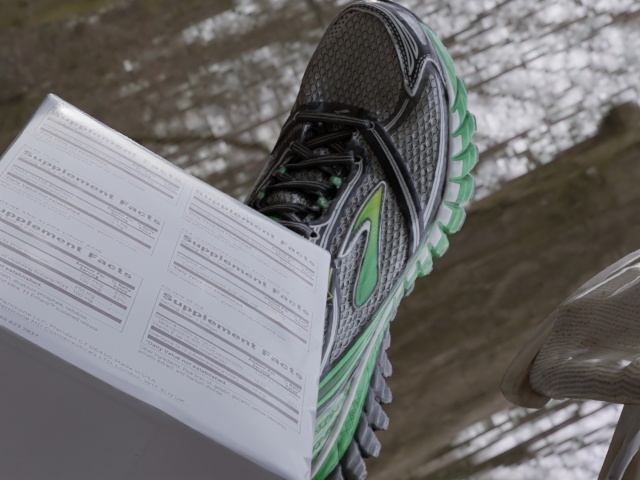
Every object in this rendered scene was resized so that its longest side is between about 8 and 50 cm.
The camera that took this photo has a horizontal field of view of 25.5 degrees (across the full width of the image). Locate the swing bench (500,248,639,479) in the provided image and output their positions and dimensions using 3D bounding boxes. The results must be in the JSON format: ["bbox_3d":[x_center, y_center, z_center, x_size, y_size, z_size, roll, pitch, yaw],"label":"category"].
[{"bbox_3d":[0.154,0.100,0.397,0.253,0.165,0.254,154,-59,-79],"label":"swing bench"}]

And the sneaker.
[{"bbox_3d":[0.000,0.000,0.912,0.134,0.343,0.146,7,-13,35],"label":"sneaker"}]

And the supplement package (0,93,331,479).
[{"bbox_3d":[-0.109,0.081,0.561,0.149,0.194,0.203,30,20,-9],"label":"supplement package"}]
